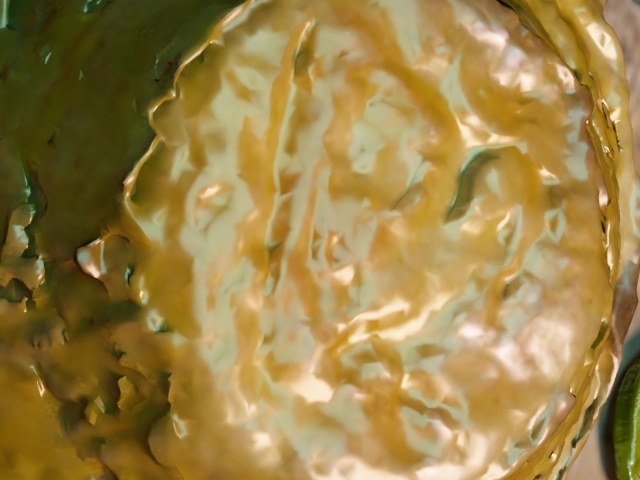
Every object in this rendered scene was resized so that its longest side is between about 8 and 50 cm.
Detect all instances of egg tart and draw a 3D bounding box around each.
[{"bbox_3d":[0.000,0.001,0.651,0.341,0.132,0.341,1,88,-26],"label":"egg tart"}]

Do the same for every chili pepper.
[{"bbox_3d":[0.139,0.078,0.786,0.030,0.017,0.083,17,79,-27],"label":"chili pepper"}]
